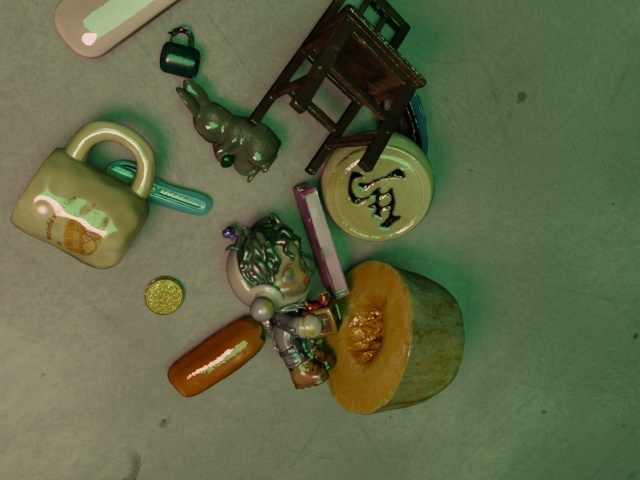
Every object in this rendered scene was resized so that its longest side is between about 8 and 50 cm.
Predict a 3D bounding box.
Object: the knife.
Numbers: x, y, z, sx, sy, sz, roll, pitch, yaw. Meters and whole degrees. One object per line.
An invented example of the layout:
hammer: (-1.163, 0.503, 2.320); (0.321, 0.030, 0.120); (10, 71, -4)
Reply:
knife: (-0.332, -0.104, 1.198); (0.222, 0.031, 0.064); (21, 97, -21)

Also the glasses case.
glasses case: (-0.356, -0.459, 1.082); (0.297, 0.075, 0.113); (-39, 110, -7)

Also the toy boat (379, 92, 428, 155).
toy boat: (0.194, -0.261, 1.306); (0.097, 0.100, 0.223); (-42, 123, -43)

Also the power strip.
power strip: (0.000, 0.000, 1.288); (0.037, 0.109, 0.279); (-21, 108, -10)

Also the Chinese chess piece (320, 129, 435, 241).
Chinese chess piece: (0.124, -0.117, 1.264); (0.250, 0.101, 0.250); (0, 119, 1)

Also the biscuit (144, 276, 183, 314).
biscuit: (-0.339, 0.120, 1.254); (0.084, 0.023, 0.084); (-4, 104, -17)

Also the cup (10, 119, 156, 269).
cup: (-0.431, -0.090, 1.109); (0.202, 0.173, 0.255); (32, 72, -20)

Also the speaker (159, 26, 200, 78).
speaker: (-0.277, -0.371, 1.146); (0.075, 0.060, 0.094); (10, 64, -20)

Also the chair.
chair: (0.077, -0.347, 1.111); (0.203, 0.240, 0.416); (37, 77, -22)

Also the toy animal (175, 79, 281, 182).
toy animal: (-0.194, -0.227, 1.186); (0.236, 0.108, 0.138); (41, 59, -8)

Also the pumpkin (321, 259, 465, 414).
pumpkin: (0.165, 0.226, 1.297); (0.199, 0.332, 0.332); (18, 97, -32)

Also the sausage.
sausage: (-0.227, 0.262, 1.290); (0.238, 0.098, 0.098); (-34, 111, -6)

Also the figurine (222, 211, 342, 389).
figurine: (-0.073, 0.126, 1.235); (0.186, 0.261, 0.382); (-23, 100, 13)
